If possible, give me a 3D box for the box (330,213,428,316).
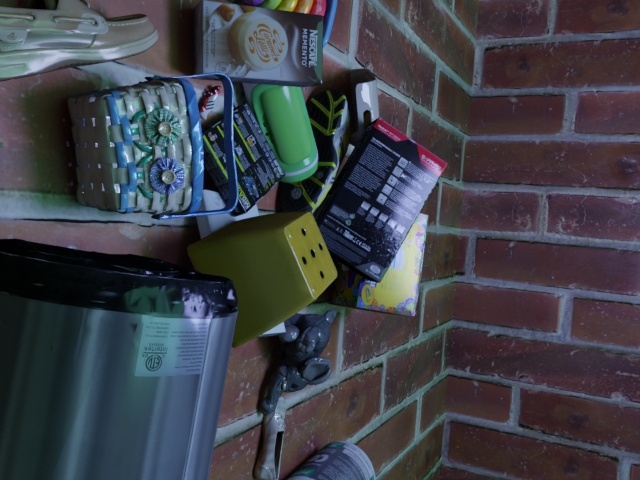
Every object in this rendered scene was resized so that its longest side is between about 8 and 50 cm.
[{"bbox_3d":[0.167,0.065,1.757,0.279,0.177,0.290,159,-59,-75],"label":"box"}]

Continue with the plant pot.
[{"bbox_3d":[-0.093,0.052,1.157,0.212,0.187,0.212,67,25,-7],"label":"plant pot"}]

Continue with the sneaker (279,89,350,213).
[{"bbox_3d":[0.009,-0.211,1.585,0.147,0.145,0.385,54,51,-55],"label":"sneaker"}]

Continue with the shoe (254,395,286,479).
[{"bbox_3d":[-0.118,0.518,1.559,0.076,0.058,0.219,32,66,-60],"label":"shoe"}]

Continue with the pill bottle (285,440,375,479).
[{"bbox_3d":[-0.002,0.726,1.664,0.361,0.204,0.204,-14,107,-62],"label":"pill bottle"}]

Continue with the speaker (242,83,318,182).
[{"bbox_3d":[-0.092,-0.287,1.392,0.131,0.131,0.297,-57,142,-42],"label":"speaker"}]

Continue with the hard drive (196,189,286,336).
[{"bbox_3d":[-0.170,0.055,1.271,0.203,0.040,0.308,10,63,-63],"label":"hard drive"}]

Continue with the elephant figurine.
[{"bbox_3d":[-0.058,0.317,1.554,0.169,0.186,0.240,-78,170,-73],"label":"elephant figurine"}]

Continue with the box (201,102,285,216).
[{"bbox_3d":[-0.173,-0.178,1.290,0.191,0.045,0.184,61,41,-20],"label":"box"}]

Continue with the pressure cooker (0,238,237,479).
[{"bbox_3d":[-0.316,0.224,0.769,0.375,0.369,0.421,-177,-84,-80],"label":"pressure cooker"}]

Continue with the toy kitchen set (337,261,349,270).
[{"bbox_3d":[0.000,0.000,1.694,0.207,0.166,0.122,-118,-157,-70],"label":"toy kitchen set"}]

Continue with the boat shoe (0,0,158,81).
[{"bbox_3d":[-0.370,-0.308,0.855,0.341,0.121,0.110,-40,130,-52],"label":"boat shoe"}]

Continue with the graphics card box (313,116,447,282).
[{"bbox_3d":[0.142,-0.102,1.560,0.371,0.232,0.094,-61,-167,-8],"label":"graphics card box"}]

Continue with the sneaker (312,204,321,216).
[{"bbox_3d":[-0.028,-0.061,1.621,0.212,0.080,0.094,-53,127,-44],"label":"sneaker"}]

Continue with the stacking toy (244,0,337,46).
[{"bbox_3d":[-0.115,-0.547,1.309,0.302,0.175,0.166,22,74,-47],"label":"stacking toy"}]

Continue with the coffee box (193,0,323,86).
[{"bbox_3d":[-0.125,-0.390,1.198,0.246,0.098,0.141,-2,99,-22],"label":"coffee box"}]

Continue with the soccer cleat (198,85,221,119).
[{"bbox_3d":[-0.230,-0.288,1.235,0.036,0.029,0.083,72,38,-53],"label":"soccer cleat"}]

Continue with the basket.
[{"bbox_3d":[-0.259,-0.152,1.010,0.289,0.201,0.255,-20,112,-50],"label":"basket"}]

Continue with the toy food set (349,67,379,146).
[{"bbox_3d":[0.117,-0.371,1.735,0.306,0.092,0.220,-94,176,-67],"label":"toy food set"}]
